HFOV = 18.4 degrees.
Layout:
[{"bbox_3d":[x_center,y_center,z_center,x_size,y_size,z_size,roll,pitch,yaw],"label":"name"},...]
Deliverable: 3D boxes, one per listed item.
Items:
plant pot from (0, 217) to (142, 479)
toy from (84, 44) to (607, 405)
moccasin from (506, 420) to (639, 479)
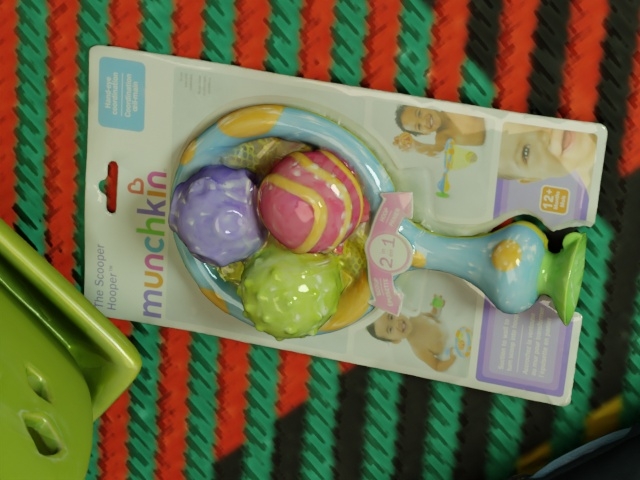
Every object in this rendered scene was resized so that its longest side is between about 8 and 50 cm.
[{"bbox_3d":[-0.230,0.079,0.885,0.228,0.207,0.227,43,118,-6],"label":"plant pot"},{"bbox_3d":[0.000,0.000,0.881,0.237,0.056,0.137,9,113,10],"label":"toy"},{"bbox_3d":[0.114,0.168,0.892,0.342,0.117,0.137,-29,103,19],"label":"moccasin"}]
